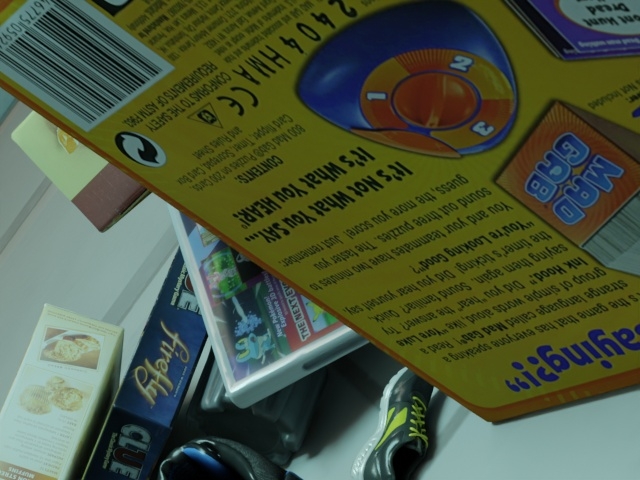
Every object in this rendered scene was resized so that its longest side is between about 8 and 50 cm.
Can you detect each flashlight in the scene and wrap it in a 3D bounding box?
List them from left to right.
[{"bbox_3d":[0.000,0.000,1.078,0.103,0.103,0.304,-1,52,30],"label":"flashlight"}]

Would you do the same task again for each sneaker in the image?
[{"bbox_3d":[-0.052,0.155,0.902,0.217,0.121,0.079,-16,41,59],"label":"sneaker"},{"bbox_3d":[0.050,0.108,0.897,0.035,0.031,0.083,2,61,50],"label":"sneaker"}]

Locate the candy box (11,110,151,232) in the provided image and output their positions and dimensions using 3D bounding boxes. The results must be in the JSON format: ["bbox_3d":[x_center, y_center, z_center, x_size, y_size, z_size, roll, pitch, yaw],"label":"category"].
[{"bbox_3d":[-0.049,-0.142,1.031,0.183,0.087,0.316,-41,4,29],"label":"candy box"}]

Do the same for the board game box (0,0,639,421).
[{"bbox_3d":[0.111,-0.180,0.739,0.356,0.356,0.356,-25,35,53],"label":"board game box"}]

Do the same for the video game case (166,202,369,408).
[{"bbox_3d":[-0.001,-0.013,1.014,0.183,0.023,0.201,-28,49,7],"label":"video game case"}]

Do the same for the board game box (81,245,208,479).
[{"bbox_3d":[-0.126,0.120,1.122,0.243,0.042,0.165,118,173,-50],"label":"board game box"}]

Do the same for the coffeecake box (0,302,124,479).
[{"bbox_3d":[-0.214,0.167,1.222,0.142,0.068,0.185,107,-179,-58],"label":"coffeecake box"}]
